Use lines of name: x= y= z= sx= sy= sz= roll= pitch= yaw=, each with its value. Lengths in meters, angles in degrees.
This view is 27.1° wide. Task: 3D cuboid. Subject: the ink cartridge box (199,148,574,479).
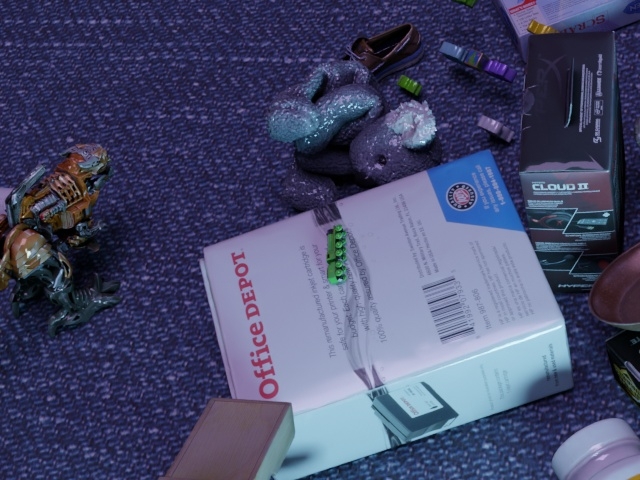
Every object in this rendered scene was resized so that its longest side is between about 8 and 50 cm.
ink cartridge box: x=0.078 y=0.094 z=1.652 sx=0.395 sy=0.166 sz=0.285 roll=-19 pitch=52 yaw=3

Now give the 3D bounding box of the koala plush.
koala plush: x=0.075 y=-0.136 z=1.807 sx=0.221 sy=0.196 sz=0.203 roll=22 pitch=54 yaw=32

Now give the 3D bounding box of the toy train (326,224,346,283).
toy train: x=0.018 y=0.016 z=1.609 sx=0.024 sy=0.017 sz=0.083 roll=-15 pitch=51 yaw=19

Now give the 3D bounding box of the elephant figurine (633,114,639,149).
elephant figurine: x=0.477 y=-0.121 z=1.704 sx=0.239 sy=0.169 sz=0.186 roll=-57 pitch=24 yaw=-10

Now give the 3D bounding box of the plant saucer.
plant saucer: x=0.407 y=0.047 z=1.530 sx=0.199 sy=0.036 sz=0.198 roll=-29 pitch=19 yaw=11

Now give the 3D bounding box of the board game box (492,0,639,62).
board game box: x=0.397 y=-0.447 z=2.001 sx=0.319 sy=0.066 sz=0.318 roll=-20 pitch=53 yaw=3

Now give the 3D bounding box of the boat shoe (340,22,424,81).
boat shoe: x=0.065 y=-0.269 z=1.972 sx=0.183 sy=0.066 sz=0.066 roll=-31 pitch=53 yaw=-7

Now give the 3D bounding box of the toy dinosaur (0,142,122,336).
toy dinosaur: x=-0.399 y=0.011 z=1.816 sx=0.322 sy=0.218 sz=0.164 roll=-33 pitch=54 yaw=-8

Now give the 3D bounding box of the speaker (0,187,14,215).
speaker: x=-0.489 y=-0.054 z=1.989 sx=0.136 sy=0.055 sz=0.055 roll=4 pitch=57 yaw=19

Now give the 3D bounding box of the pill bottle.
pill bottle: x=0.354 y=0.318 z=1.434 sx=0.136 sy=0.136 sz=0.245 roll=-27 pitch=53 yaw=-3

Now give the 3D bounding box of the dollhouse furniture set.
dollhouse furniture set: x=-0.086 y=0.322 z=1.476 sx=0.212 sy=0.242 sz=0.161 roll=1 pitch=27 yaw=16

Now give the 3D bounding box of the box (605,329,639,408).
box: x=0.527 y=0.133 z=1.511 sx=0.322 sy=0.079 sz=0.257 roll=-29 pitch=38 yaw=-5

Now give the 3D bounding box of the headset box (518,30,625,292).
headset box: x=0.315 y=-0.101 z=1.642 sx=0.110 sy=0.293 sz=0.218 roll=-1 pitch=55 yaw=16

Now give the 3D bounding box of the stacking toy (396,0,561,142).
stacking toy: x=0.225 y=-0.254 z=1.894 sx=0.221 sy=0.052 sz=0.167 roll=32 pitch=95 yaw=38
